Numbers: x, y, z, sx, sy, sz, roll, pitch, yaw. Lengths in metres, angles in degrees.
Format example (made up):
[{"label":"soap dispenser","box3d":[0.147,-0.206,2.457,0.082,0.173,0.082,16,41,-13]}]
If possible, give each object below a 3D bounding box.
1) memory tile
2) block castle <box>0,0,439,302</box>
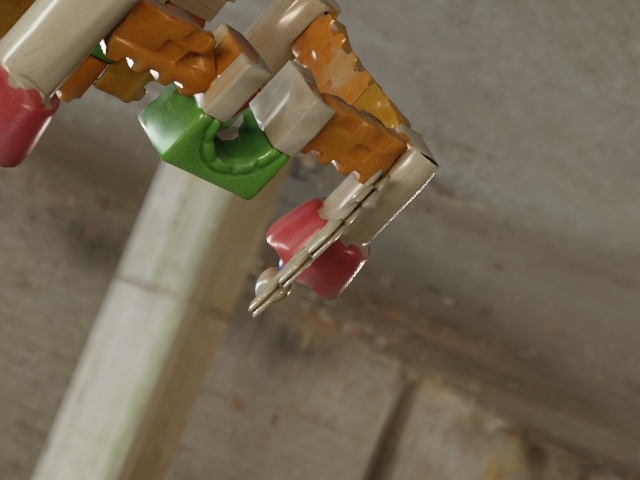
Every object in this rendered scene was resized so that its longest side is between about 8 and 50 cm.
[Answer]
[{"label":"memory tile","box3d":[0.000,0.000,1.419,0.012,0.113,0.148,45,-150,-1]},{"label":"block castle","box3d":[-0.144,-0.138,1.467,0.453,0.213,0.303,24,-152,-47]}]
